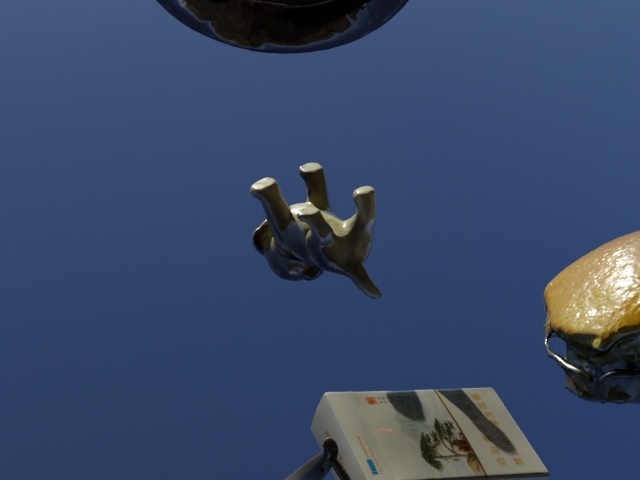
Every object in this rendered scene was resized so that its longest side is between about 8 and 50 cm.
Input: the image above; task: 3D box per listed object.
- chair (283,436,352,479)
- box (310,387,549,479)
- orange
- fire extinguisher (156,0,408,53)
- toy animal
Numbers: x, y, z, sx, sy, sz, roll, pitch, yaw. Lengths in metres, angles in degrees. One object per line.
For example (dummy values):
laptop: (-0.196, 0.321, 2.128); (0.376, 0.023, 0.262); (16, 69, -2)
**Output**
chair: (-0.014, 0.341, 1.005); (0.166, 0.188, 0.272); (21, -148, -54)
box: (0.123, 0.240, 1.183); (0.233, 0.067, 0.149); (3, -149, -25)
orange: (0.200, 0.048, 0.587); (0.160, 0.170, 0.112); (12, -80, -33)
fire extinguisher: (0.003, -0.234, 0.433); (0.138, 0.102, 0.344); (30, -129, -39)
toy animal: (-0.008, -0.014, 1.412); (0.121, 0.233, 0.169); (-25, -69, -26)
